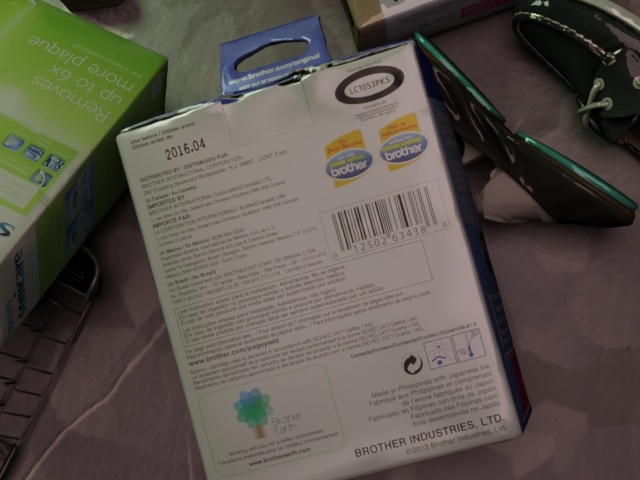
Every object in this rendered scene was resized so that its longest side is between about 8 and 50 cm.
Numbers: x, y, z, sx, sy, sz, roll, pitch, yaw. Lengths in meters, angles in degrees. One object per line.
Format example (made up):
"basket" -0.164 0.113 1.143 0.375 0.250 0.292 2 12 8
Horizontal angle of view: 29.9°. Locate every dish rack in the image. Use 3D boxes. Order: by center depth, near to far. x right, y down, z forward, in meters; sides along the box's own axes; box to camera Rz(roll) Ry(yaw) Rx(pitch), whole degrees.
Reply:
"dish rack" -0.340 0.098 1.119 0.208 0.074 0.271 25 83 9

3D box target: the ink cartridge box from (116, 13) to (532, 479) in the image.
"ink cartridge box" 0.000 0.000 1.032 0.270 0.151 0.395 -16 88 10

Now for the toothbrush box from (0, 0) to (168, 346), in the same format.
"toothbrush box" -0.293 -0.079 1.064 0.206 0.122 0.283 26 54 9

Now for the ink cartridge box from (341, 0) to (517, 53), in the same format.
"ink cartridge box" 0.117 -0.308 1.150 0.235 0.088 0.193 -19 78 0

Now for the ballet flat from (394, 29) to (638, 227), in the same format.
"ballet flat" 0.158 -0.079 1.109 0.280 0.095 0.096 42 102 21

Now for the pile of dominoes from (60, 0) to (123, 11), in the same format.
"pile of dominoes" -0.232 -0.359 1.210 0.196 0.040 0.251 -7 80 3

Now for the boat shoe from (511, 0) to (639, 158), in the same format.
"boat shoe" 0.292 -0.123 1.091 0.302 0.114 0.091 34 78 10
